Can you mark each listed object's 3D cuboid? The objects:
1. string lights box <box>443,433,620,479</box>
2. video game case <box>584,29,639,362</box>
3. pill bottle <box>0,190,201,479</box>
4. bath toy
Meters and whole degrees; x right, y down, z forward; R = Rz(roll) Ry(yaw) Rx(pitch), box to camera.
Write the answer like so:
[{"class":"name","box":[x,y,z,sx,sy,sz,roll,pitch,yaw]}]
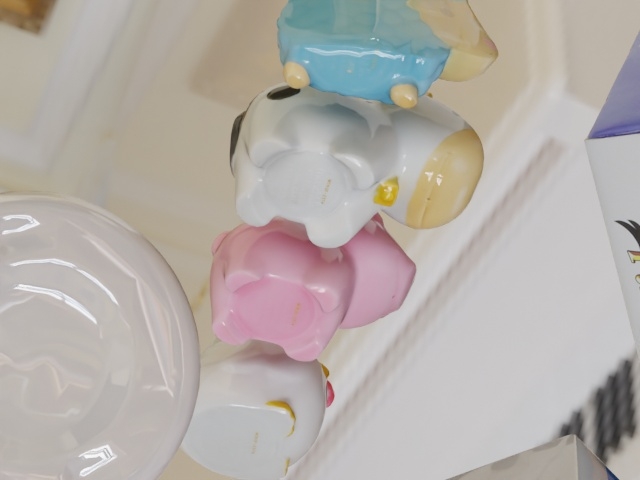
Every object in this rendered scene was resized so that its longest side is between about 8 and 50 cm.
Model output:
[{"class":"string lights box","box":[0.158,0.227,1.050,0.133,0.259,0.077,-23,42,27]},{"class":"video game case","box":[0.219,0.001,0.966,0.269,0.061,0.244,-54,-48,-58]},{"class":"pill bottle","box":[-0.163,0.073,0.938,0.283,0.160,0.160,152,135,-74]},{"class":"bath toy","box":[0.000,0.000,1.121,0.129,0.151,0.348,-84,12,-54]}]
